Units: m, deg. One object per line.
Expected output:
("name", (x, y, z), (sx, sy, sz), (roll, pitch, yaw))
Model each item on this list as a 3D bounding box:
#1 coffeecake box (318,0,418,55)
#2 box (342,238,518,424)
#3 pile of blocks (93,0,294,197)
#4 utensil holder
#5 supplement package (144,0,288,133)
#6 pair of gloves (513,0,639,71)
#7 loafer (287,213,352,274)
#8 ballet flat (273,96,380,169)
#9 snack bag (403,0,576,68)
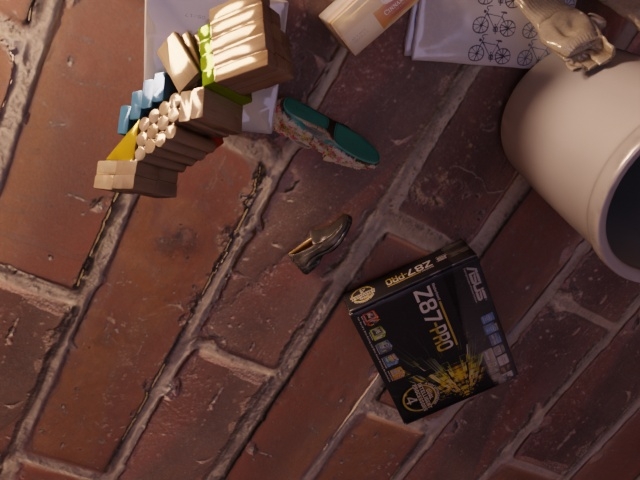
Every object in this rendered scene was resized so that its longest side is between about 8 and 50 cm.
("coffeecake box", (0.079, -0.403, 0.938), (0.142, 0.185, 0.068), (-38, 114, 12))
("box", (0.273, 0.233, 1.325), (0.318, 0.097, 0.395), (-25, 116, 2))
("pile of blocks", (-0.175, -0.190, 0.776), (0.362, 0.149, 0.112), (-36, 159, 21))
("utensil holder", (0.551, -0.165, 0.988), (0.327, 0.385, 0.328), (-4, 123, -7))
("supplement package", (-0.169, -0.316, 0.905), (0.199, 0.263, 0.198), (5, 116, -10))
("pair of gloves", (0.490, -0.403, 0.956), (0.240, 0.204, 0.042), (-19, 155, -2))
("loafer", (0.000, 0.000, 1.196), (0.061, 0.062, 0.170), (39, 104, -17))
("ballet flat", (0.006, -0.205, 1.097), (0.241, 0.091, 0.077), (29, 139, -15))
("snack bag", (0.337, -0.500, 1.009), (0.323, 0.037, 0.343), (3, 115, -8))
